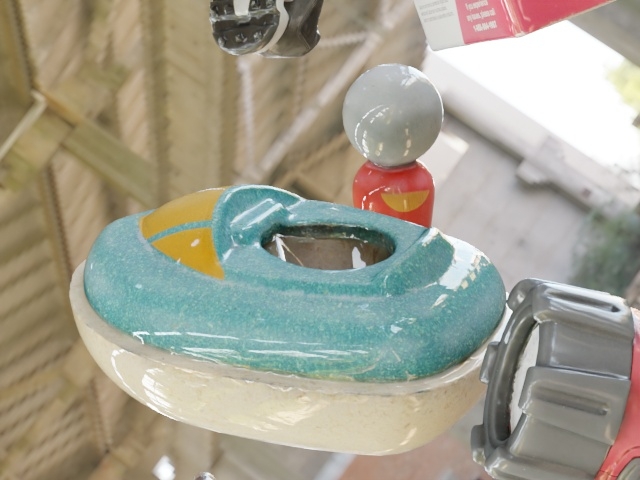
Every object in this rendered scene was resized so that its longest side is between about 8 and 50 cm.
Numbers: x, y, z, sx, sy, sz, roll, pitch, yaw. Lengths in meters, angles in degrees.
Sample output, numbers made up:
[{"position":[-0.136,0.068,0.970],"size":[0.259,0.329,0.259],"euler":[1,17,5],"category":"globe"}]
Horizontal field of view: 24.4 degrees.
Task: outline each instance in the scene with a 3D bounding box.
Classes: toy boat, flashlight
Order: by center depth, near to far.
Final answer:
[{"position":[0.229,0.101,0.710],"size":[0.103,0.304,0.103],"euler":[178,106,-82],"category":"flashlight"},{"position":[0.000,0.000,0.898],"size":[0.318,0.268,0.148],"euler":[-45,-41,-58],"category":"toy boat"}]

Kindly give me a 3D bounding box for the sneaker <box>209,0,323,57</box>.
[{"position":[-0.029,-0.244,1.131],"size":[0.106,0.078,0.234],"euler":[16,-104,-57],"category":"sneaker"}]

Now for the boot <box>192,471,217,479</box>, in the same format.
[{"position":[-0.096,0.228,1.255],"size":[0.042,0.087,0.118],"euler":[-19,-55,1],"category":"boot"}]

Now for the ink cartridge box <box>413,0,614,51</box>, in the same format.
[{"position":[0.082,-0.230,0.784],"size":[0.100,0.237,0.172],"euler":[-22,8,-8],"category":"ink cartridge box"}]
